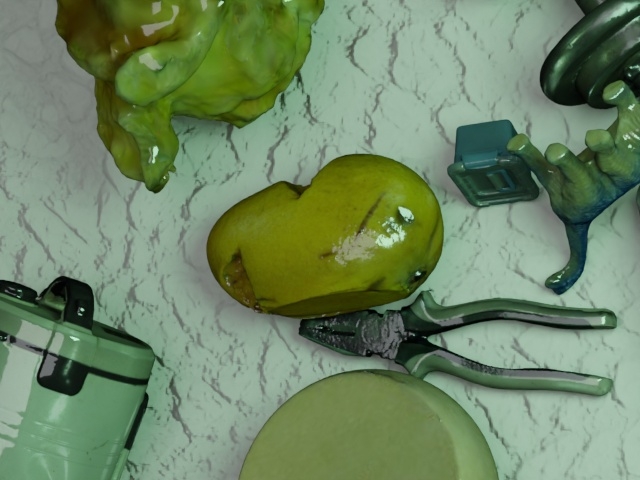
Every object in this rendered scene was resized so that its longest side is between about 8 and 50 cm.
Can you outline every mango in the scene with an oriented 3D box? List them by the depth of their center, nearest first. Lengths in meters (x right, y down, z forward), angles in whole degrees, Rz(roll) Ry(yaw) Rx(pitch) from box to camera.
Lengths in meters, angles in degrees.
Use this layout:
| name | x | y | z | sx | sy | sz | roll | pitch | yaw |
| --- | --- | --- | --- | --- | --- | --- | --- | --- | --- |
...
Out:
| name | x | y | z | sx | sy | sz | roll | pitch | yaw |
| --- | --- | --- | --- | --- | --- | --- | --- | --- | --- |
| mango | 0.000 | 0.000 | 1.794 | 0.262 | 0.130 | 0.167 | -15 | 56 | 24 |

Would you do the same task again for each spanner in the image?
| name | x | y | z | sx | sy | sz | roll | pitch | yaw |
| --- | --- | --- | --- | --- | --- | --- | --- | --- | --- |
| spanner | 0.132 | 0.098 | 1.779 | 0.325 | 0.040 | 0.096 | 3 | 84 | 20 |

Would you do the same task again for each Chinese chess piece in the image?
| name | x | y | z | sx | sy | sz | roll | pitch | yaw |
| --- | --- | --- | --- | --- | --- | --- | --- | --- | --- |
| Chinese chess piece | 0.044 | 0.256 | 1.726 | 0.273 | 0.102 | 0.273 | -11 | 65 | 25 |

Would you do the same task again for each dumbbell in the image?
| name | x | y | z | sx | sy | sz | roll | pitch | yaw |
| --- | --- | --- | --- | --- | --- | --- | --- | --- | --- |
| dumbbell | 0.254 | -0.247 | 1.703 | 0.192 | 0.192 | 0.290 | -36 | 73 | 12 |

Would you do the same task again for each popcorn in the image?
| name | x | y | z | sx | sy | sz | roll | pitch | yaw |
| --- | --- | --- | --- | --- | --- | --- | --- | --- | --- |
| popcorn | -0.135 | -0.247 | 1.820 | 0.279 | 0.274 | 0.335 | -23 | 82 | -13 |

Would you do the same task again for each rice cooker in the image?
| name | x | y | z | sx | sy | sz | roll | pitch | yaw |
| --- | --- | --- | --- | --- | --- | --- | --- | --- | --- |
| rice cooker | -0.291 | 0.156 | 1.841 | 0.226 | 0.226 | 0.244 | 17 | 90 | 22 |

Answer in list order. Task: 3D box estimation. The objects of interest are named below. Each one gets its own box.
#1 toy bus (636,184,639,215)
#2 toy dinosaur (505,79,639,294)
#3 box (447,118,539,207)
| name | x | y | z | sx | sy | sz | roll | pitch | yaw |
| --- | --- | --- | --- | --- | --- | --- | --- | --- | --- |
| toy bus | 0.372 | 0.042 | 1.654 | 0.121 | 0.120 | 0.265 | -18 | 77 | 16 |
| toy dinosaur | 0.285 | -0.057 | 1.675 | 0.247 | 0.188 | 0.075 | -33 | 41 | 13 |
| box | 0.172 | -0.078 | 1.762 | 0.074 | 0.099 | 0.054 | -6 | 66 | 20 |
